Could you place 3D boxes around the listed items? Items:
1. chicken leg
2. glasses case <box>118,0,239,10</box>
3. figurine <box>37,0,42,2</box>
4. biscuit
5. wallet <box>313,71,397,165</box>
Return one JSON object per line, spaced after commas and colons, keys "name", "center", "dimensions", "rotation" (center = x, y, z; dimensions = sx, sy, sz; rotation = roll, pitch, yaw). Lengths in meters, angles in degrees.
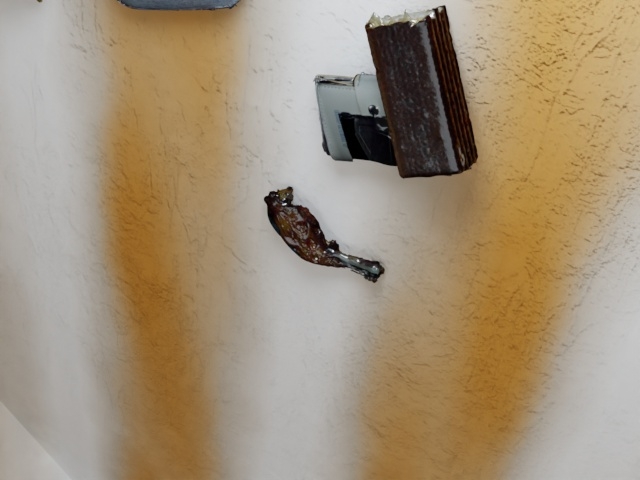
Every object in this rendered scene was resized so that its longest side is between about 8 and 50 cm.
{"name": "chicken leg", "center": [0.000, 0.000, 2.177], "dimensions": [0.253, 0.051, 0.106], "rotation": [36, 139, -3]}
{"name": "glasses case", "center": [-0.229, -0.415, 1.900], "dimensions": [0.282, 0.067, 0.109], "rotation": [6, 131, 34]}
{"name": "figurine", "center": [-0.570, -0.498, 2.065], "dimensions": [0.234, 0.185, 0.127], "rotation": [7, 125, -23]}
{"name": "biscuit", "center": [0.143, -0.214, 1.742], "dimensions": [0.106, 0.070, 0.252], "rotation": [-4, 111, 33]}
{"name": "wallet", "center": [0.097, -0.179, 1.877], "dimensions": [0.231, 0.069, 0.170], "rotation": [8, 134, 27]}
